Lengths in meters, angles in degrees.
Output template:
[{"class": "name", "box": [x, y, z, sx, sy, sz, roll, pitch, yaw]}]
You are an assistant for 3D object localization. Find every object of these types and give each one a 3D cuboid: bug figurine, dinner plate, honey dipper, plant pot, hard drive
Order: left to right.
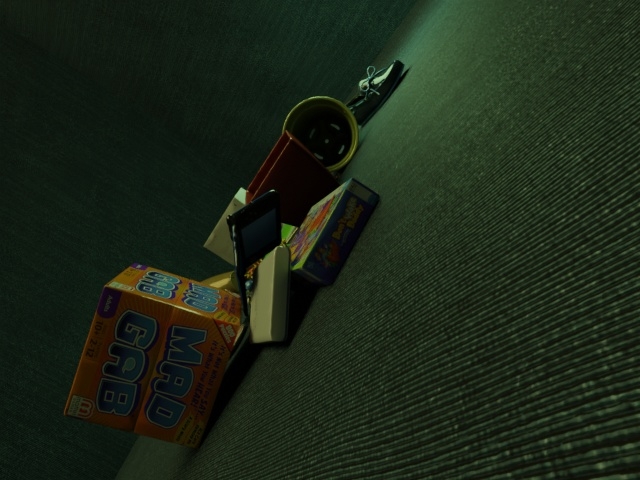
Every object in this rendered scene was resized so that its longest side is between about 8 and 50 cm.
[{"class": "plant pot", "box": [-0.431, 0.242, 2.330, 0.254, 0.237, 0.237, -37, 19, 28]}, {"class": "dinner plate", "box": [-0.297, 0.354, 1.845, 0.141, 0.017, 0.141, -54, 10, 15]}, {"class": "hard drive", "box": [-0.130, 0.148, 1.321, 0.319, 0.040, 0.210, 143, 131, -70]}, {"class": "bug figurine", "box": [-0.180, 0.088, 1.844, 0.216, 0.072, 0.279, -37, 10, 3]}, {"class": "honey dipper", "box": [-0.127, 0.005, 2.064, 0.160, 0.030, 0.030, -56, 10, 3]}, {"class": "plant pot", "box": [-0.086, -0.185, 1.803, 0.267, 0.236, 0.267, -55, 16, 10]}, {"class": "plant pot", "box": [0.012, -0.385, 2.021, 0.276, 0.276, 0.254, -56, -2, 7]}]

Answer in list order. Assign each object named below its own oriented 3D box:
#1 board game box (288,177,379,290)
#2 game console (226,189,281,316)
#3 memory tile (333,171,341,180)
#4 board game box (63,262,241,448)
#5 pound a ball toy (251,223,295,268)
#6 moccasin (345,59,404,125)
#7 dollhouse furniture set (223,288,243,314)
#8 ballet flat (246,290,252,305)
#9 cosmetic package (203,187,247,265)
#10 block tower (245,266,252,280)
[{"class": "board game box", "box": [0.000, 0.000, 1.304, 0.233, 0.078, 0.347, -61, 10, -15]}, {"class": "game console", "box": [-0.176, 0.041, 1.559, 0.250, 0.173, 0.293, -35, -24, -22]}, {"class": "memory tile", "box": [0.025, -0.183, 1.949, 0.148, 0.012, 0.113, -60, 10, -13]}, {"class": "board game box", "box": [-0.451, 0.309, 1.527, 0.356, 0.356, 0.356, -135, 64, -80]}, {"class": "pound a ball toy", "box": [-0.230, -0.046, 2.205, 0.319, 0.208, 0.136, -63, 12, -27]}, {"class": "moccasin", "box": [0.187, -0.558, 2.013, 0.342, 0.117, 0.137, -46, 16, 51]}, {"class": "dollhouse furniture set", "box": [-0.342, 0.287, 1.894, 0.182, 0.101, 0.161, 119, 170, -60]}, {"class": "ballet flat", "box": [-0.233, 0.204, 1.880, 0.070, 0.070, 0.188, -61, 7, -18]}, {"class": "cosmetic package", "box": [-0.346, -0.029, 2.500, 0.377, 0.284, 0.097, -49, 13, 39]}, {"class": "block tower", "box": [-0.302, 0.119, 2.387, 0.091, 0.097, 0.335, -62, 12, -24]}]
